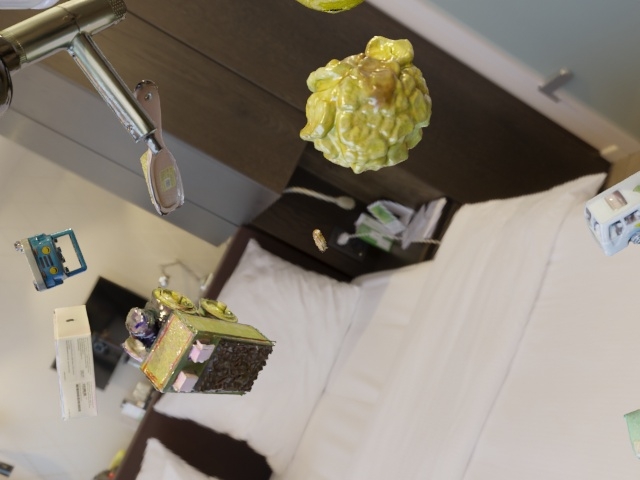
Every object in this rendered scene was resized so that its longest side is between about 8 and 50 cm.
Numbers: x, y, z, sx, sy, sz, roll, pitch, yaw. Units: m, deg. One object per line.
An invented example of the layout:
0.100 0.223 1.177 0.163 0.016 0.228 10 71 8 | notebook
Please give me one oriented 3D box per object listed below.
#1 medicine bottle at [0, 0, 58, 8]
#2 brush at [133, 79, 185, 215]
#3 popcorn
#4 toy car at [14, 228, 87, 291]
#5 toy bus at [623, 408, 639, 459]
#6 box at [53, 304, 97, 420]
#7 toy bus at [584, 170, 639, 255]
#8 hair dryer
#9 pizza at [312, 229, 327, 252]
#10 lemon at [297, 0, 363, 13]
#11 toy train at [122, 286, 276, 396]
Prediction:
-0.600 -0.488 1.044 0.202 0.202 0.316 -54 -11 30 | medicine bottle
-0.329 -0.178 1.230 0.072 0.067 0.312 -43 -30 -33 | brush
0.076 -0.235 1.094 0.181 0.235 0.216 -121 29 -62 | popcorn
-0.491 0.032 1.160 0.100 0.097 0.191 -22 8 -20 | toy car
0.633 0.295 1.011 0.262 0.091 0.109 -26 51 42 | toy bus
-0.372 0.181 0.956 0.129 0.051 0.130 -150 58 -63 | box
0.721 -0.101 1.331 0.330 0.136 0.109 -34 50 19 | toy bus
-0.386 -0.252 0.989 0.320 0.284 0.156 -36 -4 -40 | hair dryer
0.000 0.000 1.208 0.016 0.037 0.083 -31 -25 -7 | pizza
0.011 -0.404 0.862 0.173 0.174 0.206 -55 19 27 | lemon
-0.211 0.179 1.084 0.177 0.261 0.134 35 98 34 | toy train
